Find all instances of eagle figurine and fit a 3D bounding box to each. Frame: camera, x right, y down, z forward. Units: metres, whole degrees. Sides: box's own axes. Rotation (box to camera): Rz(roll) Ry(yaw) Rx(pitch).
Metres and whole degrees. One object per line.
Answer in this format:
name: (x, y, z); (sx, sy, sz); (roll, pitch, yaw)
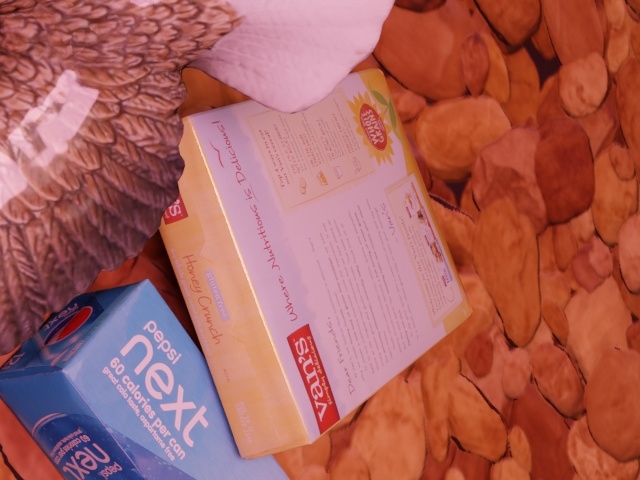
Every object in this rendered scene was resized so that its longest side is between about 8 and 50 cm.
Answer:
eagle figurine: (-0.144, -0.084, 0.547); (0.226, 0.225, 0.298); (50, 47, -4)

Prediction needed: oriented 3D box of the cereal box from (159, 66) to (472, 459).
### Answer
cereal box: (0.000, 0.000, 0.748); (0.240, 0.047, 0.173); (-25, 96, -61)

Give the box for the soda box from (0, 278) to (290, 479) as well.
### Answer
soda box: (-0.071, 0.125, 0.684); (0.210, 0.067, 0.071); (57, 48, -20)
